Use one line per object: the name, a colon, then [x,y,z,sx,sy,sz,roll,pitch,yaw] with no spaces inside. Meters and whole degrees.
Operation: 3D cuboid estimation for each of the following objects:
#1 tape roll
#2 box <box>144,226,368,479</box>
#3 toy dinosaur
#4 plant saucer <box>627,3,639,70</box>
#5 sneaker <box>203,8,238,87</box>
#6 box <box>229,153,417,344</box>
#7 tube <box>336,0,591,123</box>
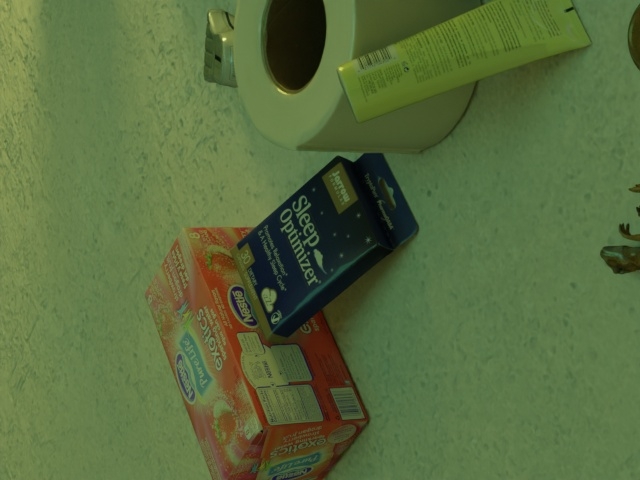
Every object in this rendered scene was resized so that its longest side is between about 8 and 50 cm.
tape roll: [0.037,-0.219,1.716,0.246,0.169,0.246,2,92,57]
box: [-0.084,0.139,1.916,0.142,0.154,0.300,-56,47,40]
toy dinosaur: [0.325,-0.001,1.389,0.211,0.064,0.112,7,114,66]
plant saucer: [0.306,-0.188,1.444,0.083,0.015,0.083,-1,89,57]
sneaker: [-0.096,-0.235,1.999,0.258,0.091,0.094,-121,35,-69]
box: [0.000,0.000,1.825,0.225,0.036,0.136,-40,54,23]
tube: [0.137,-0.183,1.551,0.062,0.240,0.070,-102,-10,-76]
